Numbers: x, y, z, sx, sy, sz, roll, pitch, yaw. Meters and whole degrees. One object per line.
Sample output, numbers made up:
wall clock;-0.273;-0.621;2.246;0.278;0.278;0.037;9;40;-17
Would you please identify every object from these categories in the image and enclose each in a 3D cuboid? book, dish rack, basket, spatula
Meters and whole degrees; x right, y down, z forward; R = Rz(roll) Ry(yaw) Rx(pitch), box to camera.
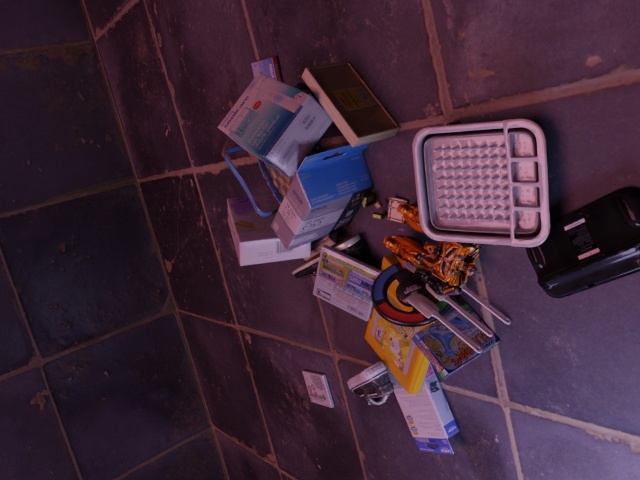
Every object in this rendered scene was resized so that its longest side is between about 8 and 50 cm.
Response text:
book;0.000;0.000;2.035;0.035;0.096;0.144;39;130;-21
dish rack;0.380;-0.137;1.407;0.332;0.072;0.286;4;109;41
basket;-0.139;-0.226;1.956;0.255;0.288;0.201;58;151;11
spatula;0.368;0.175;1.578;0.242;0.168;0.019;39;151;31

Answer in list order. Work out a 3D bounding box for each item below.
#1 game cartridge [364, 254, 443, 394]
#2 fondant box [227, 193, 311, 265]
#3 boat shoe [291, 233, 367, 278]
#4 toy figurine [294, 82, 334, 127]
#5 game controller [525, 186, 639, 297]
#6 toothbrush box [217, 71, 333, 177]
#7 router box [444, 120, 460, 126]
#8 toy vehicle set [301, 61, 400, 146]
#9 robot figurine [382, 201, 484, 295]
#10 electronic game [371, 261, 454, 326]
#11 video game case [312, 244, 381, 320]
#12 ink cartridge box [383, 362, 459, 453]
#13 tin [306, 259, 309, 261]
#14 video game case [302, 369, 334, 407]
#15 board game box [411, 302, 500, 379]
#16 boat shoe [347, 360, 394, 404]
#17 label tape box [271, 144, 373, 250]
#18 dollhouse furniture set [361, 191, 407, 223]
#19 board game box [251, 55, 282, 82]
game cartridge;0.244;0.253;1.820;0.285;0.052;0.324;49;140;48
fondant box;-0.185;-0.048;2.070;0.330;0.238;0.096;-118;25;-57
boat shoe;0.034;0.087;2.027;0.340;0.127;0.113;-30;93;41
toy figurine;-0.010;-0.407;1.866;0.159;0.130;0.173;8;90;39
game controller;0.578;0.012;1.286;0.319;0.067;0.167;-38;62;55
toothbrush box;-0.136;-0.343;1.752;0.126;0.216;0.295;37;180;-43
router box;0.322;-0.232;1.520;0.092;0.038;0.122;64;147;8
toy vehicle set;0.084;-0.383;1.662;0.267;0.165;0.035;57;142;19
robot figurine;0.299;0.019;1.600;0.291;0.085;0.211;38;112;48
electronic game;0.254;0.143;1.661;0.229;0.229;0.048;38;154;38
video game case;0.082;0.136;1.923;0.212;0.023;0.194;25;124;23
ink cartridge box;0.325;0.519;1.913;0.185;0.065;0.311;-29;81;58
tin;-0.022;0.013;2.157;0.106;0.040;0.190;21;124;44
video game case;-0.011;0.613;2.486;0.157;0.019;0.143;-6;102;56
board game box;0.360;0.264;1.592;0.136;0.201;0.035;51;147;24
boat shoe;0.169;0.492;1.994;0.335;0.121;0.119;94;151;-71
label tape box;0.021;-0.134;1.815;0.115;0.249;0.348;58;145;17
dollhouse furniture set;0.200;-0.102;1.783;0.151;0.058;0.076;14;113;29
board game box;-0.167;-0.488;2.093;0.145;0.027;0.282;11;116;54
